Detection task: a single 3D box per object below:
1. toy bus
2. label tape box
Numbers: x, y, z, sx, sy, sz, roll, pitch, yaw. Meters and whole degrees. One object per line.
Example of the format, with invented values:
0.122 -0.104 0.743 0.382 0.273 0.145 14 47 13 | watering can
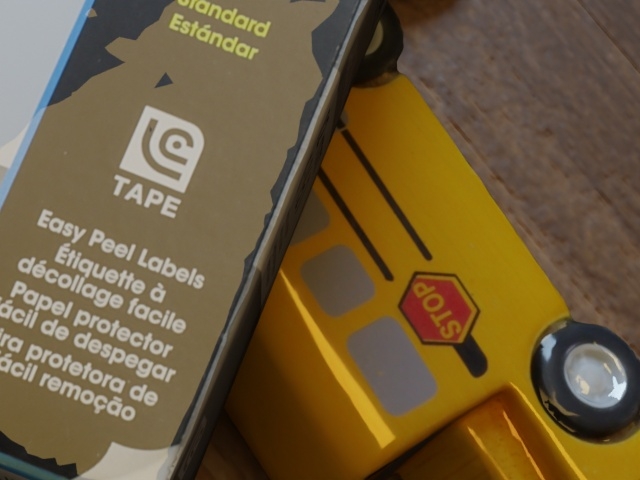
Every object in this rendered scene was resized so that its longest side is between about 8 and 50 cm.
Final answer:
0.000 0.000 0.744 0.130 0.108 0.332 -28 78 -29 | toy bus
-0.108 -0.097 0.640 0.249 0.115 0.347 21 79 3 | label tape box
